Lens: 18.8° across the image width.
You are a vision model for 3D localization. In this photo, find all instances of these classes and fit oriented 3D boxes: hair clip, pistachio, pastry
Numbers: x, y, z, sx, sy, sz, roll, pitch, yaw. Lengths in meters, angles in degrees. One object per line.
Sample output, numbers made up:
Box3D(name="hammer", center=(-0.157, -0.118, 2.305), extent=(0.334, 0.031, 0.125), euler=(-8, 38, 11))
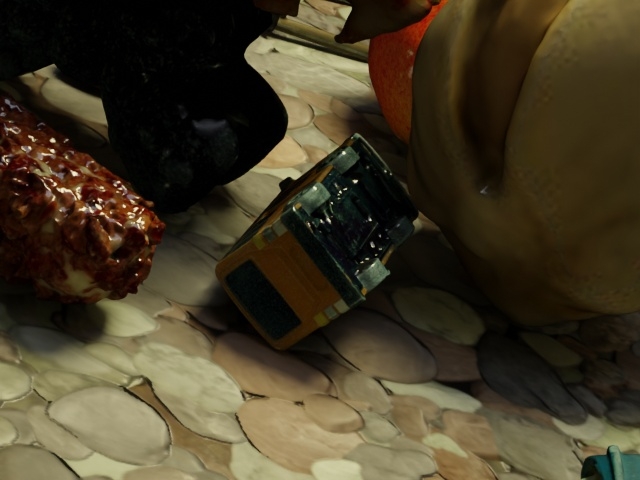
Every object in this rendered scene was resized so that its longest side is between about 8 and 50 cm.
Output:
Box3D(name="hair clip", center=(-0.165, -0.171, 1.499), extent=(0.310, 0.206, 0.194), euler=(30, 27, 13))
Box3D(name="pistachio", center=(0.221, -0.142, 1.502), extent=(0.281, 0.446, 0.365), euler=(20, 14, 32))
Box3D(name="pastry", center=(-0.199, -0.028, 1.324), extent=(0.208, 0.097, 0.115), euler=(34, 34, 23))

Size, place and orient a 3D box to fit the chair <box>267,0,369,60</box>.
Box3D(name="chair", center=(-0.023, -0.307, 1.909), extent=(0.272, 0.188, 0.166), euler=(16, 25, -22))

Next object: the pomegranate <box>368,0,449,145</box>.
Box3D(name="pomegranate", center=(0.158, -0.153, 1.734), extent=(0.221, 0.221, 0.257), euler=(-4, 63, -44))

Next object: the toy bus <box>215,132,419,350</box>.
Box3D(name="toy bus", center=(0.000, 0.000, 1.428), extent=(0.091, 0.103, 0.182), euler=(51, 26, -7))

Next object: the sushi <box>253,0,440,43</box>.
Box3D(name="sushi", center=(-0.047, -0.268, 1.395), extent=(0.343, 0.196, 0.182), euler=(18, 56, -28))

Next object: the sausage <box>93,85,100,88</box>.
Box3D(name="sausage", center=(-0.130, -0.128, 1.640), extent=(0.186, 0.043, 0.043), euler=(19, 26, -9))

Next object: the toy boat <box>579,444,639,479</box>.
Box3D(name="toy boat", center=(0.189, 0.200, 1.234), extent=(0.098, 0.109, 0.238), euler=(-20, 14, 13))
